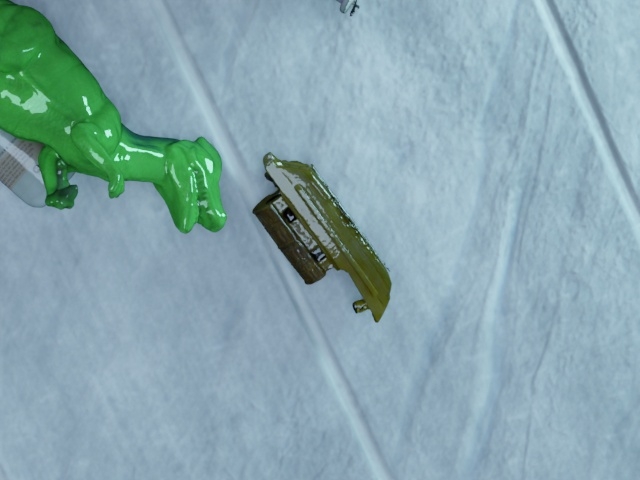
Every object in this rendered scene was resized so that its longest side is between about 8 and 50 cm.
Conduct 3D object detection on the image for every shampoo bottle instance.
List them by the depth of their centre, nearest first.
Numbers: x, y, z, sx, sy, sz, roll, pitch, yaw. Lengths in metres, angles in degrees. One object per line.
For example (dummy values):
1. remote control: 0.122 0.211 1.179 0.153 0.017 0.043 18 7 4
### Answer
1. shampoo bottle: -0.355 -0.120 1.550 0.192 0.074 0.074 42 91 -7

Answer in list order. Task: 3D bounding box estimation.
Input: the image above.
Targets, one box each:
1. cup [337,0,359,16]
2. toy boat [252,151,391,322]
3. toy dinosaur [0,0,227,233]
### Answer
1. cup: -0.022 -0.406 1.473 0.274 0.253 0.253 30 93 -2
2. toy boat: 0.000 0.000 1.610 0.088 0.068 0.226 -35 102 4
3. toy dinosaur: -0.306 -0.234 1.526 0.374 0.144 0.500 0 62 -42
